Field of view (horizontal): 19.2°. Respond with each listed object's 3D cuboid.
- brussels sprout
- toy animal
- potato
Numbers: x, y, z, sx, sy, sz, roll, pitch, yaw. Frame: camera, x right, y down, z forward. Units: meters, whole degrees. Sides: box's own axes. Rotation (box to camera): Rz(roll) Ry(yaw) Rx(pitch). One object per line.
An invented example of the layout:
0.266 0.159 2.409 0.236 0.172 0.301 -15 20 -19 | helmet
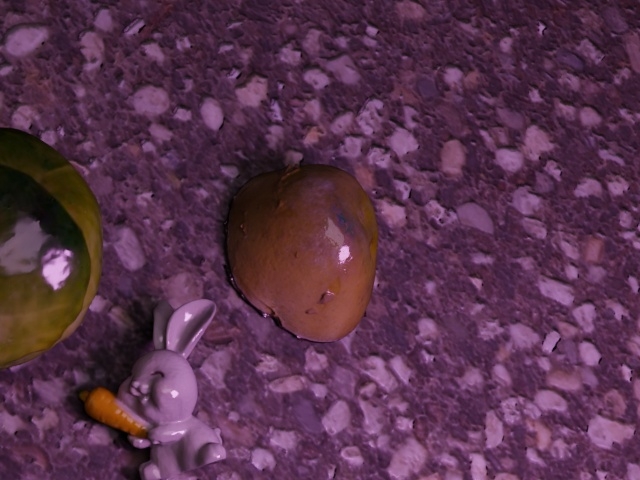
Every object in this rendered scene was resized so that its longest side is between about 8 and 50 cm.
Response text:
-0.330 0.024 1.852 0.219 0.210 0.271 39 75 -3 | brussels sprout
-0.165 0.153 1.961 0.127 0.131 0.181 -10 83 -62 | toy animal
0.000 0.000 2.072 0.182 0.117 0.202 7 68 -27 | potato
